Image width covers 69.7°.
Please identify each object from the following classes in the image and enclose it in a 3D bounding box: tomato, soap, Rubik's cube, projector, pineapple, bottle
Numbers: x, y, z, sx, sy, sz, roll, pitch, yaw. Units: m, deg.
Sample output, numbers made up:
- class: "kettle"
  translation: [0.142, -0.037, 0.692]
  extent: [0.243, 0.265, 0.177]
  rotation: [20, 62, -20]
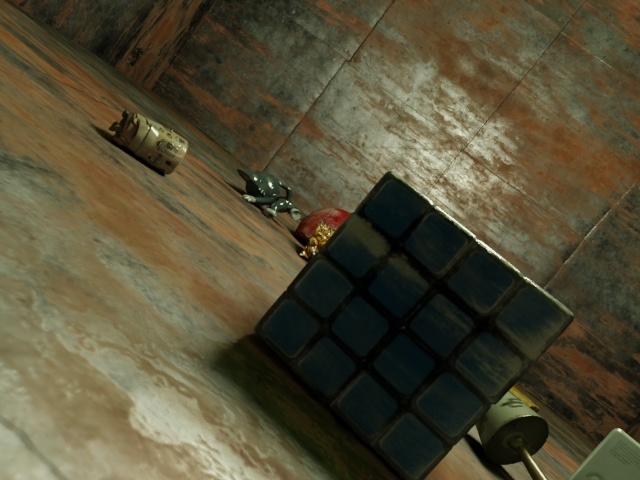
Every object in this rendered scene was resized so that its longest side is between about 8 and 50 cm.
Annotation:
- class: "tomato"
  translation: [0.073, -0.027, 1.692]
  extent: [0.309, 0.170, 0.309]
  rotation: [20, -4, 1]
- class: "soap"
  translation: [0.582, 0.491, 1.471]
  extent: [0.258, 0.080, 0.160]
  rotation: [38, 5, 0]
- class: "Rubik's cube"
  translation: [0.114, 0.099, 0.611]
  extent: [0.259, 0.256, 0.253]
  rotation: [40, 5, 15]
- class: "projector"
  translation: [0.744, 0.592, 1.057]
  extent: [0.257, 0.192, 0.099]
  rotation: [42, 6, 37]
- class: "pineapple"
  translation: [0.001, 0.001, 1.437]
  extent: [0.080, 0.135, 0.233]
  rotation: [37, 6, -6]
- class: "bottle"
  translation: [-0.369, -0.217, 0.983]
  extent: [0.152, 0.098, 0.099]
  rotation: [31, 8, -32]

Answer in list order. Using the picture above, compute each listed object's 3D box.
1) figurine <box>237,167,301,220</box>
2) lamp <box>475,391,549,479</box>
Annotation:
- class: "figurine"
  translation: [-0.185, -0.165, 1.654]
  extent: [0.265, 0.140, 0.193]
  rotation: [24, 12, 37]
- class: "lamp"
  translation: [0.341, 0.352, 0.774]
  extent: [0.121, 0.121, 0.214]
  rotation: [36, 14, -23]
